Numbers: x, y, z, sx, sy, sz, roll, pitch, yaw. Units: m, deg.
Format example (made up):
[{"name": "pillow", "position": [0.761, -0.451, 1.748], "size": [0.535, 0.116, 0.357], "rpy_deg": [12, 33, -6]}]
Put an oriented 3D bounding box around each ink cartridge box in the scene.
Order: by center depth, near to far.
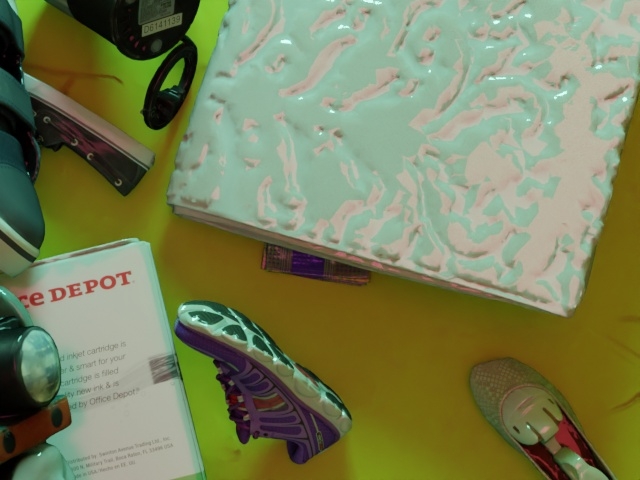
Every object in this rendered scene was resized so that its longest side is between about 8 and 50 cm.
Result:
[{"name": "ink cartridge box", "position": [-0.174, 0.124, 1.231], "size": [0.160, 0.092, 0.219], "rpy_deg": [-13, 84, -5]}]

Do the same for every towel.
[{"name": "towel", "position": [0.080, -0.135, 1.275], "size": [0.317, 0.053, 0.331], "rpy_deg": [16, 83, 8]}, {"name": "towel", "position": [0.000, 0.000, 1.300], "size": [0.083, 0.009, 0.060], "rpy_deg": [9, 84, -4]}]

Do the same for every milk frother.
[{"name": "milk frother", "position": [-0.155, -0.169, 1.266], "size": [0.135, 0.129, 0.143], "rpy_deg": [33, 115, 33]}]

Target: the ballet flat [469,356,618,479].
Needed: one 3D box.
[{"name": "ballet flat", "position": [0.178, 0.151, 1.278], "size": [0.057, 0.052, 0.168], "rpy_deg": [-42, 89, -7]}]

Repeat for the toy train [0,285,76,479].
[{"name": "toy train", "position": [-0.310, 0.139, 1.144], "size": [0.334, 0.142, 0.190], "rpy_deg": [-8, 99, 23]}]

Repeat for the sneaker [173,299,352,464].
[{"name": "sneaker", "position": [-0.047, 0.108, 1.232], "size": [0.071, 0.068, 0.170], "rpy_deg": [-46, 120, 1]}]

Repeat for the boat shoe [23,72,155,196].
[{"name": "boat shoe", "position": [-0.191, -0.083, 1.274], "size": [0.142, 0.049, 0.040], "rpy_deg": [31, 83, -3]}]

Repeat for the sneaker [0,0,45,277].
[{"name": "sneaker", "position": [-0.263, -0.128, 1.199], "size": [0.127, 0.126, 0.321], "rpy_deg": [-37, 71, 0]}]
